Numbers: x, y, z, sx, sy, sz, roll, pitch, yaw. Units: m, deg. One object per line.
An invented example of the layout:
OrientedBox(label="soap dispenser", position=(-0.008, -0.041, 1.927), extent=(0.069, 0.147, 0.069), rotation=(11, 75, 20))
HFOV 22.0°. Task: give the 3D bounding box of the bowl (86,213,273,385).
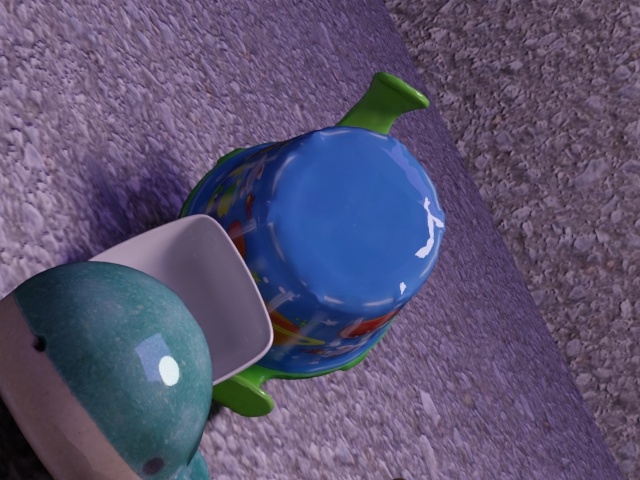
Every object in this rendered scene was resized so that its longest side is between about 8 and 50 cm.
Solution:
OrientedBox(label="bowl", position=(-0.122, 0.064, 1.372), extent=(0.142, 0.142, 0.053), rotation=(63, -12, 15))

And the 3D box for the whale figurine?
OrientedBox(label="whale figurine", position=(-0.132, 0.115, 1.199), extent=(0.216, 0.141, 0.272), rotation=(52, -2, 32))

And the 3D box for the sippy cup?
OrientedBox(label="sippy cup", position=(0.000, 0.000, 1.498), extent=(0.224, 0.240, 0.305), rotation=(147, -63, -69))

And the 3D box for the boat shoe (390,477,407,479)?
OrientedBox(label="boat shoe", position=(0.091, 0.320, 1.754), extent=(0.045, 0.050, 0.135), rotation=(47, 32, -51))
